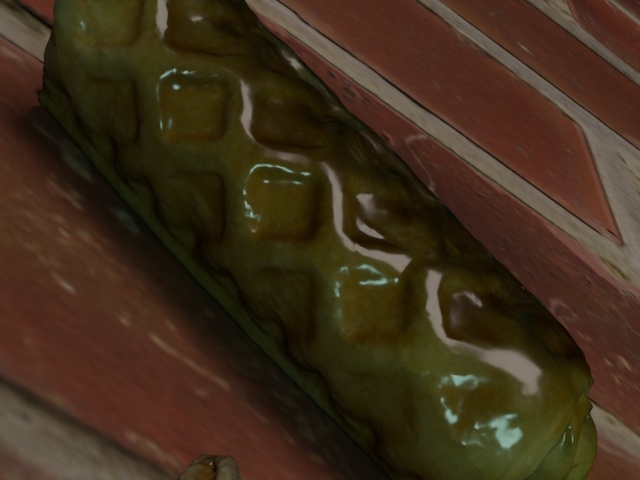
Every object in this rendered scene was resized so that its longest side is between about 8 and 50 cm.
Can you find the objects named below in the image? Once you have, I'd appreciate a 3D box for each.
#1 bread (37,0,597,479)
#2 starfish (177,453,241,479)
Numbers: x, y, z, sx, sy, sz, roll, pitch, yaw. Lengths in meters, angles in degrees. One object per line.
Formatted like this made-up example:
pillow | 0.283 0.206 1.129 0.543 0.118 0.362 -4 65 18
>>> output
bread | 0.000 0.000 0.610 0.087 0.098 0.269 -38 76 -25
starfish | 0.019 0.152 0.409 0.138 0.050 0.247 32 26 -25
